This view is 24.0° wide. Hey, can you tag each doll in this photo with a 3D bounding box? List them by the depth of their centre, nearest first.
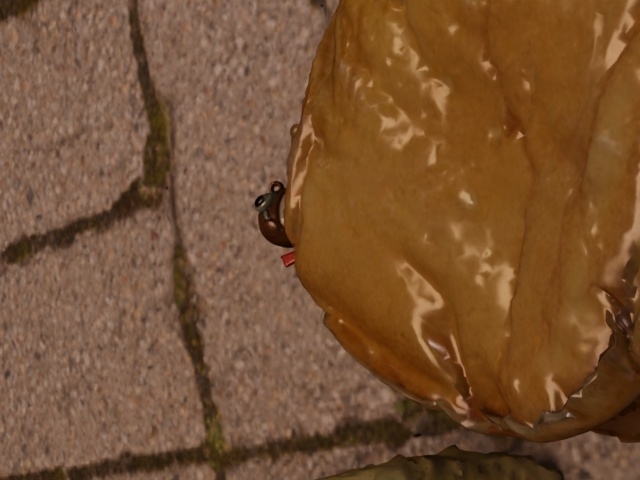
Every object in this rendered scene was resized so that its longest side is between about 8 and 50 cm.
[{"bbox_3d":[-0.004,0.005,0.838,0.058,0.040,0.085,-13,85,36],"label":"doll"}]

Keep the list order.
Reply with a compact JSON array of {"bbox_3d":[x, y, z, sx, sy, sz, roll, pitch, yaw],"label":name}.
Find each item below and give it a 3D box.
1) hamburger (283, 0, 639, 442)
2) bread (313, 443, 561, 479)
[{"bbox_3d":[0.108,-0.060,0.639,0.259,0.144,0.283,39,126,41],"label":"hamburger"},{"bbox_3d":[-0.054,0.241,0.773,0.375,0.236,0.165,-39,65,42],"label":"bread"}]
